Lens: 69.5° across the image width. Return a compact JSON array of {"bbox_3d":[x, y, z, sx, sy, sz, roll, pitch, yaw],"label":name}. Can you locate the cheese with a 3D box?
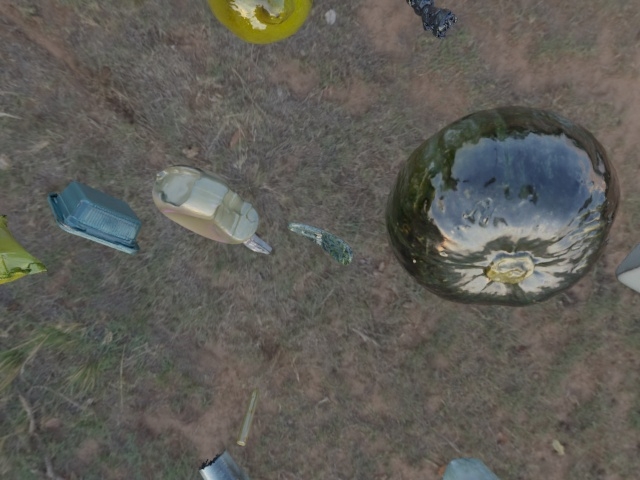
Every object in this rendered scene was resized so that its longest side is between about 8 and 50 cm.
[{"bbox_3d":[-0.171,-0.038,0.835,0.163,0.286,0.082,10,73,32],"label":"cheese"}]

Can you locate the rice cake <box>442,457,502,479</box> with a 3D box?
[{"bbox_3d":[0.229,0.333,0.508,0.063,0.066,0.336,-47,122,-6],"label":"rice cake"}]

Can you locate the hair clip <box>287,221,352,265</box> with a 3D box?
[{"bbox_3d":[0.002,-0.001,1.237,0.036,0.229,0.066,-33,138,-38],"label":"hair clip"}]

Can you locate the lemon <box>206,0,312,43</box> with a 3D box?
[{"bbox_3d":[-0.105,-0.430,0.757,0.184,0.184,0.248,-33,57,-4],"label":"lemon"}]

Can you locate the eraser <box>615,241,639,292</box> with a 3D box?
[{"bbox_3d":[0.407,-0.021,0.373,0.089,0.352,0.061,30,67,2],"label":"eraser"}]

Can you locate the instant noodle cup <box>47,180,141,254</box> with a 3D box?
[{"bbox_3d":[-0.462,-0.055,0.966,0.179,0.157,0.070,28,98,-48],"label":"instant noodle cup"}]

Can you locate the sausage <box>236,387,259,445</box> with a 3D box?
[{"bbox_3d":[-0.165,0.404,1.064,0.024,0.132,0.024,7,136,7],"label":"sausage"}]

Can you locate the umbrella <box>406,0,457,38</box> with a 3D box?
[{"bbox_3d":[0.318,-0.667,1.358,0.071,0.224,0.080,19,123,-43],"label":"umbrella"}]

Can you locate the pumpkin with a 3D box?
[{"bbox_3d":[0.355,-0.063,0.957,0.454,0.344,0.454,2,141,2],"label":"pumpkin"}]

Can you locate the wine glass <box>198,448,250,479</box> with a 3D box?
[{"bbox_3d":[-0.211,0.640,1.160,0.103,0.103,0.222,-33,89,-4],"label":"wine glass"}]

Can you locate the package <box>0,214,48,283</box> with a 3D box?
[{"bbox_3d":[-0.707,0.027,0.970,0.226,0.168,0.090,38,126,25],"label":"package"}]
